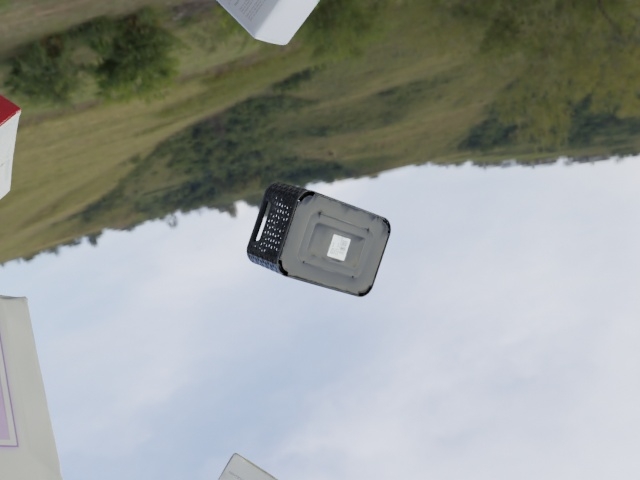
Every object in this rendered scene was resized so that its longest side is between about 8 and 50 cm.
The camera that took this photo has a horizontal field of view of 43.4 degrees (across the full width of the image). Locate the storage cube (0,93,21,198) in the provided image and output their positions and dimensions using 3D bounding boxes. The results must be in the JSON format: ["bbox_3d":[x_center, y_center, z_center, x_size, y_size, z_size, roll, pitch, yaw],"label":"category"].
[{"bbox_3d":[-0.520,-0.111,1.006,0.215,0.193,0.184,-58,-178,-41],"label":"storage cube"}]

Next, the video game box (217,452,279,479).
[{"bbox_3d":[-0.032,0.314,0.923,0.048,0.187,0.205,-55,174,-18],"label":"video game box"}]

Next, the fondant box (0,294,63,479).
[{"bbox_3d":[-0.240,0.209,0.385,0.096,0.238,0.330,17,128,-46],"label":"fondant box"}]

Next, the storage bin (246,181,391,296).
[{"bbox_3d":[0.000,0.000,1.150,0.180,0.122,0.084,18,180,-37],"label":"storage bin"}]

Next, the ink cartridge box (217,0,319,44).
[{"bbox_3d":[-0.091,-0.388,1.042,0.160,0.219,0.092,-48,166,21],"label":"ink cartridge box"}]
